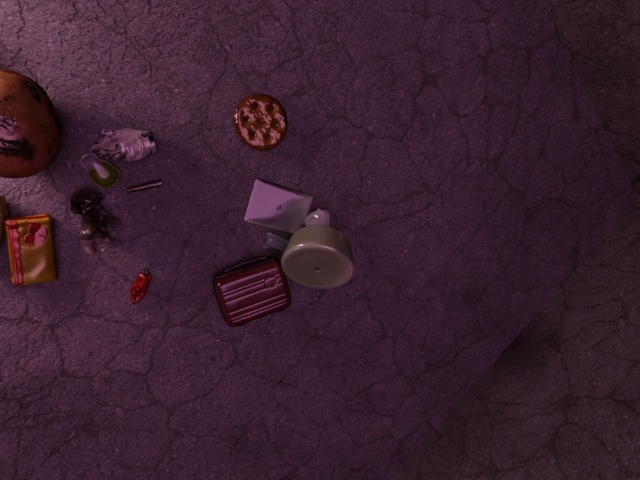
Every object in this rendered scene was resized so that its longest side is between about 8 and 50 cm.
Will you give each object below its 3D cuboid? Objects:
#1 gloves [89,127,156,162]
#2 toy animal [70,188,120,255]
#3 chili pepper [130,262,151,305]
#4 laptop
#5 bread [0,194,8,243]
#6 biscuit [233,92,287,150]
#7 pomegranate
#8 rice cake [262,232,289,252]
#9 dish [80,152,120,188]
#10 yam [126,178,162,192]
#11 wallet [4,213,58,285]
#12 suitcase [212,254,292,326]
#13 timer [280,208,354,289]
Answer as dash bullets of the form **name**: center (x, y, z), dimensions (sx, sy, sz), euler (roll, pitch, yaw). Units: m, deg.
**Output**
- **gloves**: center (-0.706, -0.340, 1.441), dimensions (0.211, 0.111, 0.128), euler (-15, 109, -22)
- **toy animal**: center (-0.810, -0.065, 1.437), dimensions (0.121, 0.233, 0.169), euler (-23, 150, -2)
- **chili pepper**: center (-0.704, 0.176, 1.588), dimensions (0.059, 0.050, 0.191), euler (17, 104, -38)
- **laptop**: center (-0.174, -0.139, 1.720), dimensions (0.268, 0.015, 0.188), euler (15, 97, -22)
- **bread**: center (-1.137, -0.060, 1.351), dimensions (0.139, 0.106, 0.237), euler (15, 97, -20)
- **biscuit**: center (-0.233, -0.468, 1.596), dimensions (0.220, 0.066, 0.221), euler (-5, 104, -19)
- **pomegranate**: center (-0.958, -0.355, 1.243), dimensions (0.321, 0.322, 0.323), euler (-4, 104, -18)
- **rice cake**: center (-0.117, 0.051, 1.771), dimensions (0.290, 0.051, 0.081), euler (26, 127, -22)
- **dish**: center (-0.796, -0.256, 1.461), dimensions (0.091, 0.039, 0.137), euler (-41, 115, -2)
- **yam**: center (-0.665, -0.206, 1.525), dimensions (0.129, 0.027, 0.033), euler (-15, 128, -16)
- **wallet**: center (-1.009, 0.036, 1.416), dimensions (0.141, 0.067, 0.242), euler (-11, 110, -44)
- **suitcase**: center (-0.283, 0.205, 1.682), dimensions (0.296, 0.161, 0.237), euler (-18, 108, -14)
- **timer**: center (0.000, 0.000, 1.681), dimensions (0.290, 0.316, 0.291), euler (4, 138, 3)
